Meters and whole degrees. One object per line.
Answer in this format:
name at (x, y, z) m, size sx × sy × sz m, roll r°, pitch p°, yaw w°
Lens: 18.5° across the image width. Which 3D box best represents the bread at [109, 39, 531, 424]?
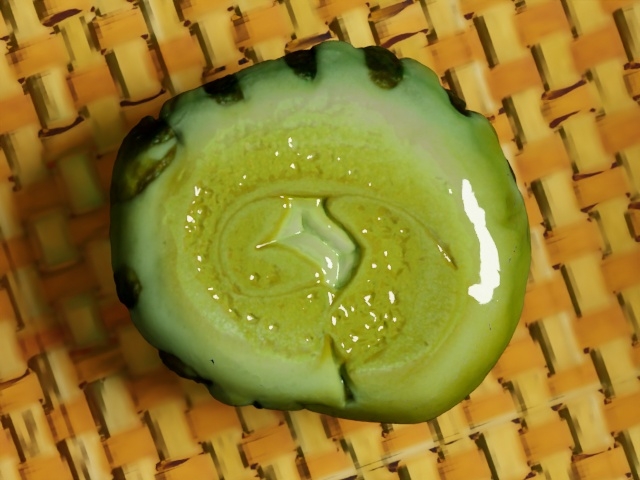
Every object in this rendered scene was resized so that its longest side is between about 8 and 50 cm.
bread at (0.000, 0.000, 0.661) m, size 0.139 × 0.071 × 0.130 m, roll -11°, pitch 94°, yaw -1°
